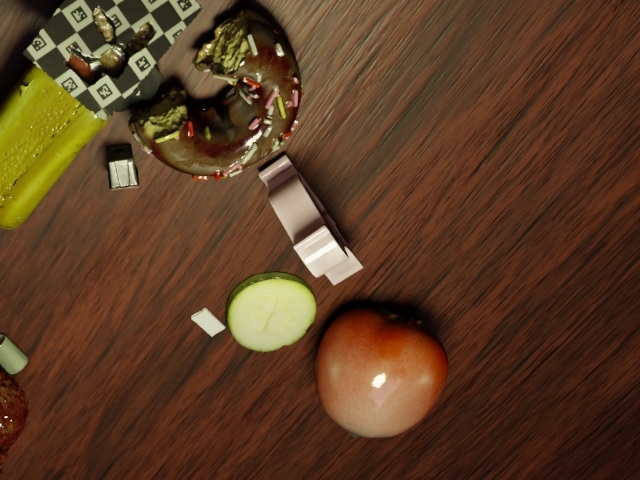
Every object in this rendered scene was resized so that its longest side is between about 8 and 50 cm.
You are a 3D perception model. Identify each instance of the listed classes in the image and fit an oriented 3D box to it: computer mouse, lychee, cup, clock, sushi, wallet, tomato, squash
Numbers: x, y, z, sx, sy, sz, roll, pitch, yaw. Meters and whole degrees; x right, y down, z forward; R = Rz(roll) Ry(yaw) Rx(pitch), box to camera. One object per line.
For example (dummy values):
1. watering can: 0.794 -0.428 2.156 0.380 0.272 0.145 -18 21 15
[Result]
1. computer mouse: -0.384 -0.327 1.654 0.122 0.073 0.217 -33 130 10
2. lychee: -0.767 0.388 1.980 0.264 0.264 0.300 -31 91 9
3. cup: -0.708 0.251 2.039 0.054 0.075 0.083 -48 131 -25
4. clock: 0.000 0.000 1.896 0.080 0.275 0.290 -33 132 6
5. sushi: -0.362 -0.363 1.582 0.192 0.043 0.279 40 76 -25
6. wallet: -0.264 0.194 2.139 0.044 0.011 0.083 -33 128 10
7. tomato: 0.135 0.321 2.158 0.321 0.321 0.321 -8 129 -10
8. squash: -0.117 0.164 2.146 0.219 0.041 0.219 -8 124 -12

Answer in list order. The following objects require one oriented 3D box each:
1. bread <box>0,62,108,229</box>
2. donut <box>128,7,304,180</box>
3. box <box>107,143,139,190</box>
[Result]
1. bread: -0.538 -0.180 1.680 0.166 0.112 0.383 39 119 -17
2. donut: -0.173 -0.244 1.725 0.345 0.136 0.259 -38 136 11
3. box: -0.391 -0.145 1.790 0.060 0.084 0.063 -6 123 -11
